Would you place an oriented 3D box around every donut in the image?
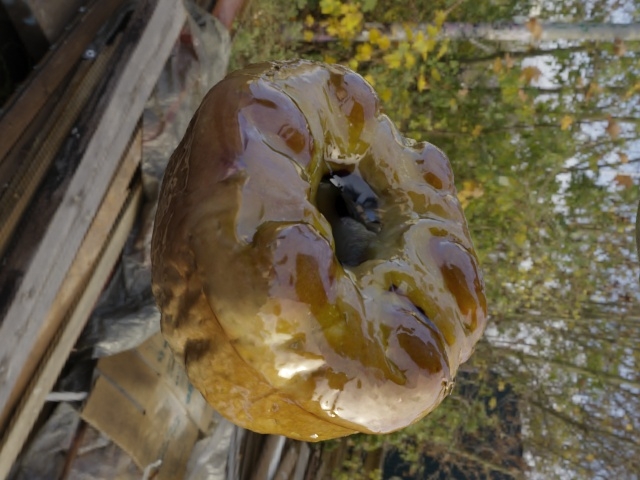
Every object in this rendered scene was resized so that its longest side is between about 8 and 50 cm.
[{"bbox_3d":[0.000,0.000,0.550,0.299,0.150,0.317,51,40,-8],"label":"donut"}]

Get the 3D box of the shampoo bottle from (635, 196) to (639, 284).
[{"bbox_3d":[0.610,-0.012,0.980,0.273,0.273,0.266,-72,159,-51],"label":"shampoo bottle"}]
